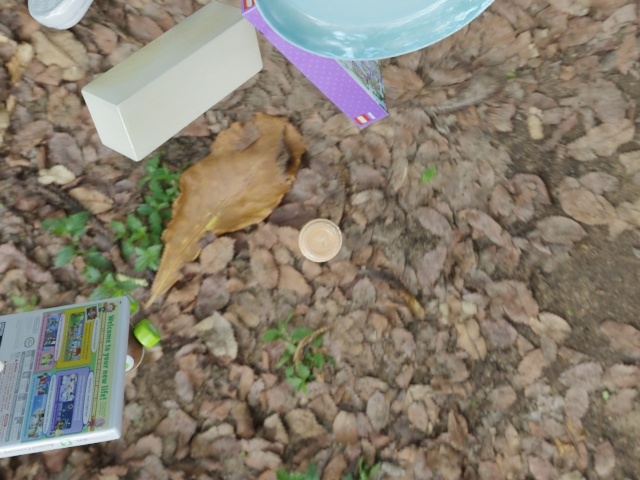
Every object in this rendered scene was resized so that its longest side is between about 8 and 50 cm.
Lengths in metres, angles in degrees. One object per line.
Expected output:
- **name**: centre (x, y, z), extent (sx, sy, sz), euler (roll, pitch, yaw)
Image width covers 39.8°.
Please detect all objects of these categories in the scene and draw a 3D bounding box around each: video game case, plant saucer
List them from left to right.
- **video game case**: centre (-0.333, 0.164, 1.076), extent (0.194, 0.212, 0.023), euler (-9, 133, 1)
- **plant saucer**: centre (0.000, 0.000, 1.660), extent (0.084, 0.013, 0.083), euler (-2, 102, -10)
- **plant saucer**: centre (0.074, -0.326, 0.979), extent (0.318, 0.317, 0.043), euler (-19, 60, 9)

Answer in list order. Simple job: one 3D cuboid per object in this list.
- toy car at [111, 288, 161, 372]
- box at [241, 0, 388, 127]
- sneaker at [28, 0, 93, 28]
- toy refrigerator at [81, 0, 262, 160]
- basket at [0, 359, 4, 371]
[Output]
- **toy car**: centre (-0.414, 0.181, 1.625), extent (0.155, 0.188, 0.149), euler (-41, 78, 5)
- **box**: centre (-0.007, -0.320, 1.277), extent (0.057, 0.293, 0.200), euler (-22, 53, 26)
- **sneaker**: centre (-0.263, -0.357, 1.151), extent (0.108, 0.169, 0.292), euler (-2, 60, 27)
- **toy refrigerator**: centre (-0.217, -0.244, 1.320), extent (0.094, 0.269, 0.102), euler (27, 146, 33)
- **basket**: centre (-0.426, 0.106, 0.936), extent (0.113, 0.167, 0.103), euler (-43, 132, -18)
